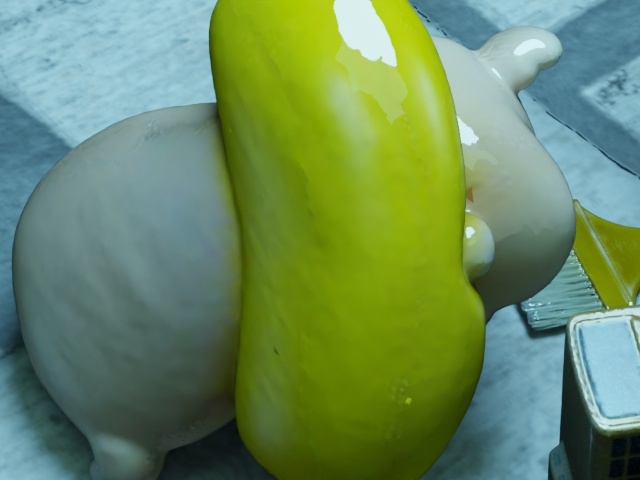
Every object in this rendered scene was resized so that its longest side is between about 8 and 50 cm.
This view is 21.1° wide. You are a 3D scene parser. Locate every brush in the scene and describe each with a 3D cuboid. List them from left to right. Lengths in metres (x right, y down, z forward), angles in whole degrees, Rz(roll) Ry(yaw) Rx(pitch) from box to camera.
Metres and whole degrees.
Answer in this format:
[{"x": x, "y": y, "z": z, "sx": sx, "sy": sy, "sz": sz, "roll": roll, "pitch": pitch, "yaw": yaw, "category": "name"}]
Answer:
[{"x": 0.248, "y": -0.001, "z": 1.152, "sx": 0.272, "sy": 0.013, "sz": 0.103, "roll": -10, "pitch": 50, "yaw": -15, "category": "brush"}]

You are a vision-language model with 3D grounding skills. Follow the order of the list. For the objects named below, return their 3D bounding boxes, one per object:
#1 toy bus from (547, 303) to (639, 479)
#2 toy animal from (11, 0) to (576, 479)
[{"x": 0.177, "y": 0.119, "z": 0.930, "sx": 0.103, "sy": 0.182, "sz": 0.091, "roll": -8, "pitch": 49, "yaw": -1, "category": "toy bus"}, {"x": 0.007, "y": 0.021, "z": 0.996, "sx": 0.247, "sy": 0.345, "sz": 0.277, "roll": -5, "pitch": 62, "yaw": -55, "category": "toy animal"}]
